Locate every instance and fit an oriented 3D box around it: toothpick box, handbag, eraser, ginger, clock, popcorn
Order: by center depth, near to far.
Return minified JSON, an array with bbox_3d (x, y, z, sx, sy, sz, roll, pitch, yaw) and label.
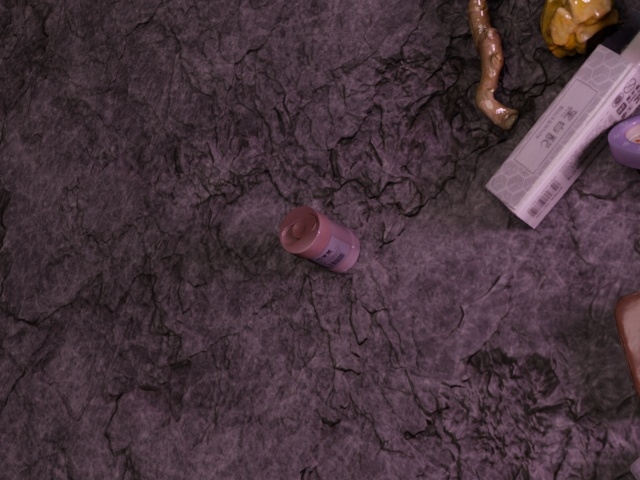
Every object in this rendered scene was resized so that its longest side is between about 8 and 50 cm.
[{"bbox_3d":[0.555,0.170,1.534,0.151,0.072,0.193,-20,61,27],"label":"handbag"},{"bbox_3d":[0.576,-0.156,1.615,0.198,0.064,0.172,-8,30,32],"label":"clock"},{"bbox_3d":[0.459,-0.213,1.725,0.404,0.098,0.096,-52,52,7],"label":"eraser"},{"bbox_3d":[0.466,-0.410,1.769,0.148,0.167,0.152,-41,73,-20],"label":"popcorn"},{"bbox_3d":[0.326,-0.347,1.886,0.075,0.089,0.288,-1,68,-13],"label":"ginger"},{"bbox_3d":[0.000,0.000,1.933,0.098,0.149,0.098,-13,66,31],"label":"toothpick box"}]

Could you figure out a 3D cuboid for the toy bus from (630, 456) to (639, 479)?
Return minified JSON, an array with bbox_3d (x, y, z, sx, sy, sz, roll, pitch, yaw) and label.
[{"bbox_3d":[0.568,0.413,1.424,0.106,0.092,0.268,-47,53,23],"label":"toy bus"}]
